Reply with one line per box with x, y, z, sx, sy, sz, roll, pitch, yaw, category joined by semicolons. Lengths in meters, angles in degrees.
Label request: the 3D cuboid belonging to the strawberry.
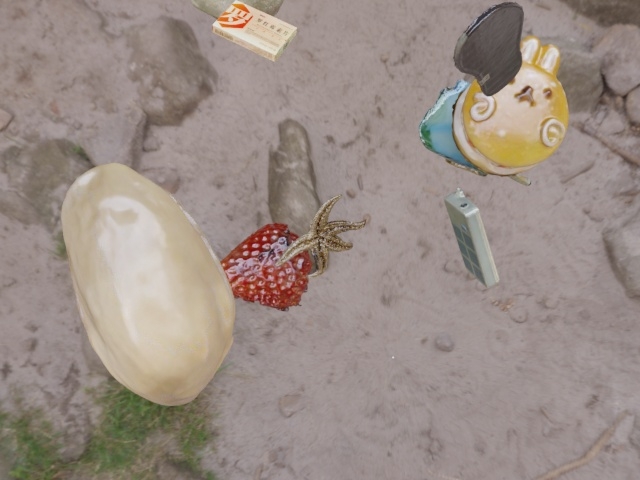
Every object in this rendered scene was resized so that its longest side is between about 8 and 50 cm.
-0.150;0.051;1.865;0.280;0.150;0.254;16;61;-19;strawberry

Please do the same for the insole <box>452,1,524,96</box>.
0.237;-0.252;0.876;0.110;0.309;0.012;-43;75;12;insole

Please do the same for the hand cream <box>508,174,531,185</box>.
0.524;-0.163;1.691;0.035;0.102;0.022;16;93;48;hand cream

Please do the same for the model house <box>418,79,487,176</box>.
0.426;-0.272;1.780;0.261;0.241;0.226;28;83;20;model house

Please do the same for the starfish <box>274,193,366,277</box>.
-0.003;-0.004;1.461;0.237;0.213;0.057;-17;39;-21;starfish

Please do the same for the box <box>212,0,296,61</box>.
-0.084;-0.268;0.819;0.093;0.015;0.058;27;61;7;box

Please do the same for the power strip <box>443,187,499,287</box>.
0.379;-0.002;1.603;0.046;0.118;0.271;-26;121;-3;power strip

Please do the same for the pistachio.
-0.212;0.058;0.783;0.187;0.187;0.299;-24;94;2;pistachio

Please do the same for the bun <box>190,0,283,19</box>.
-0.183;-0.521;1.312;0.239;0.239;0.141;37;122;11;bun

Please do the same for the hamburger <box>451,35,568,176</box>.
0.464;-0.314;1.521;0.260;0.186;0.303;33;81;2;hamburger
